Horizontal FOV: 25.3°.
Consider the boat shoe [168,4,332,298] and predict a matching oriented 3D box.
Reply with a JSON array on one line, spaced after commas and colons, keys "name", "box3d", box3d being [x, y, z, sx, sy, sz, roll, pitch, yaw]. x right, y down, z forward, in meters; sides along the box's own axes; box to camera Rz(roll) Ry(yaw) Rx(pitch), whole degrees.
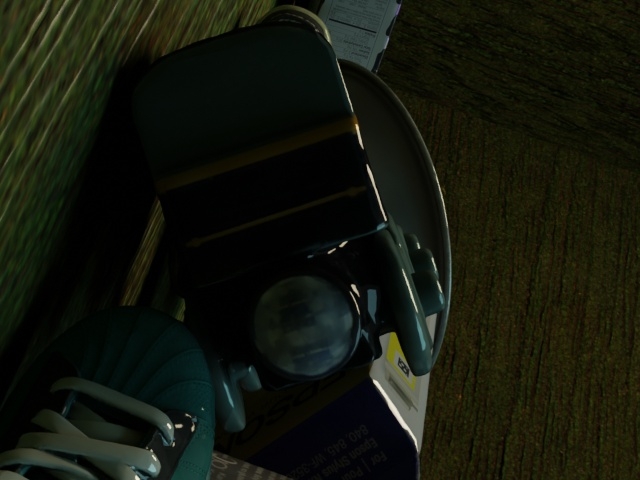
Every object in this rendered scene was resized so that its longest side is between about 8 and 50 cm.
[{"name": "boat shoe", "box3d": [-0.050, -0.056, 1.007, 0.073, 0.080, 0.224, -91, -156, -78]}]

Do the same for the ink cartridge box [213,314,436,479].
[{"name": "ink cartridge box", "box3d": [-0.060, 0.154, 0.942, 0.303, 0.072, 0.307, -36, -169, 19]}]

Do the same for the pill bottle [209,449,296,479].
[{"name": "pill bottle", "box3d": [-0.038, 0.195, 0.699, 0.162, 0.278, 0.162, 20, 90, -89]}]

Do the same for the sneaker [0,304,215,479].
[{"name": "sneaker", "box3d": [-0.109, 0.132, 0.546, 0.121, 0.108, 0.302, 115, -3, -52]}]

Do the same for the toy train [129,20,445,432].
[{"name": "toy train", "box3d": [-0.020, -0.020, 0.781, 0.334, 0.142, 0.190, -89, 163, -83]}]

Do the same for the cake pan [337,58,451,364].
[{"name": "cake pan", "box3d": [0.000, 0.000, 1.164, 0.293, 0.054, 0.293, 24, -62, 55]}]

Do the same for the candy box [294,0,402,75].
[{"name": "candy box", "box3d": [0.027, -0.227, 1.272, 0.165, 0.070, 0.196, -97, -157, -62]}]
